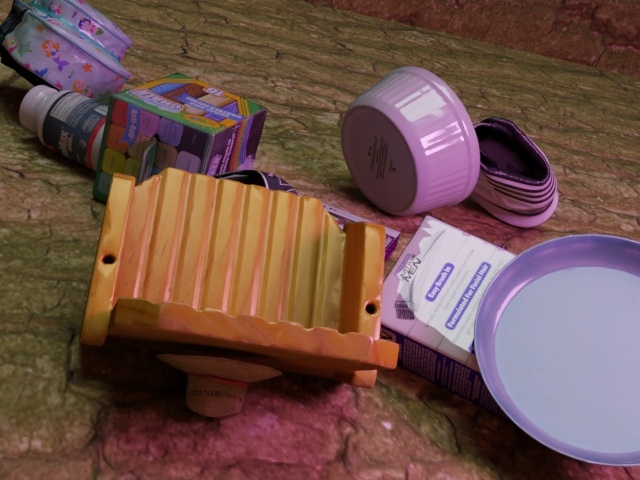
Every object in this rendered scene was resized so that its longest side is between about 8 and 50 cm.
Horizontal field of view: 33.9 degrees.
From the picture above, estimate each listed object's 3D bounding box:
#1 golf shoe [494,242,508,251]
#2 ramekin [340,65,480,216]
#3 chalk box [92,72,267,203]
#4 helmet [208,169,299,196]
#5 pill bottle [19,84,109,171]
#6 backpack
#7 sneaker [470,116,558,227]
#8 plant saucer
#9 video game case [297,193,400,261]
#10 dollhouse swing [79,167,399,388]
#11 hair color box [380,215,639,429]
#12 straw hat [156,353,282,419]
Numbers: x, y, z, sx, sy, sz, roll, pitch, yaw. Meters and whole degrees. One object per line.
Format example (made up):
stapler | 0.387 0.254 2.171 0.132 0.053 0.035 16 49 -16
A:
golf shoe | 0.247 0.063 1.705 0.086 0.067 0.186 -8 16 29
ramekin | 0.151 -0.168 1.904 0.127 0.273 0.273 -28 45 -29
chalk box | -0.234 -0.135 1.653 0.179 0.180 0.289 23 22 13
helmet | -0.101 -0.022 1.499 0.162 0.169 0.169 -5 24 1
pill bottle | -0.407 -0.189 1.748 0.180 0.108 0.108 25 24 20
backpack | -0.455 -0.335 1.890 0.225 0.191 0.253 34 6 -34
sneaker | 0.255 -0.201 2.016 0.448 0.169 0.257 26 -15 18
plant saucer | 0.347 0.134 1.290 0.318 0.043 0.317 -2 56 2
video game case | 0.000 0.000 1.685 0.210 0.041 0.232 21 23 13
dollhouse swing | -0.080 0.017 1.213 0.347 0.305 0.315 11 65 -12
hair color box | 0.244 0.124 1.391 0.339 0.110 0.185 26 62 17
straw hat | -0.118 0.170 1.184 0.144 0.061 0.144 7 -15 2
